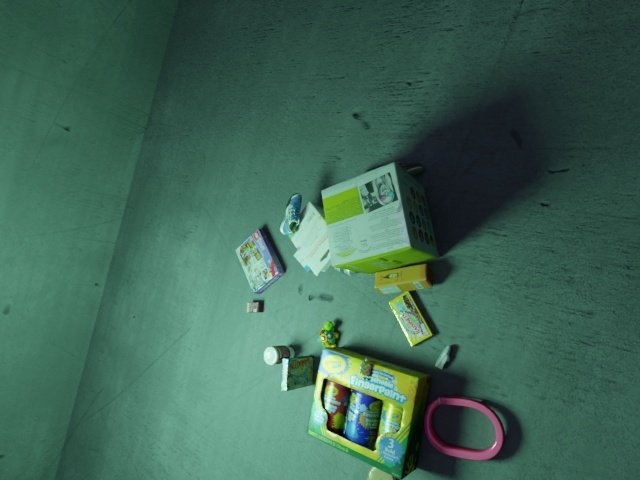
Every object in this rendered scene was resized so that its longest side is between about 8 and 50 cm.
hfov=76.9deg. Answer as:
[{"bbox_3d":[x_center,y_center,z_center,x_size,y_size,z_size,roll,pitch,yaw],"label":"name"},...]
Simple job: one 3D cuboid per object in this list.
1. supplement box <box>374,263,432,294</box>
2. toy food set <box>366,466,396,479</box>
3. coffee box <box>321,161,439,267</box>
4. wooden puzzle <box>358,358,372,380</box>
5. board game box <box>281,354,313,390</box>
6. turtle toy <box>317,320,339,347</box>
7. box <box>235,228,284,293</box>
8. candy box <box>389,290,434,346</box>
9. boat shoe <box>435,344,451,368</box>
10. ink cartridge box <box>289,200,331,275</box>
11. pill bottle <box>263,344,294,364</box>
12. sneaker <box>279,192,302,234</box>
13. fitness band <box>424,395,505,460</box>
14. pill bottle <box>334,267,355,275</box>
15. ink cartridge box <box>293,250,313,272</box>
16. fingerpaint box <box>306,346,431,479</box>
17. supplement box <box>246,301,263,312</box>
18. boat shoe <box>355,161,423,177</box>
[{"bbox_3d":[0.346,0.164,1.687,0.233,0.080,0.078,-12,51,31],"label":"supplement box"},{"bbox_3d":[0.248,0.974,1.639,0.132,0.038,0.192,-14,63,26],"label":"toy food set"},{"bbox_3d":[0.246,-0.065,1.649,0.337,0.337,0.335,-17,72,30],"label":"coffee box"},{"bbox_3d":[0.178,0.510,1.596,0.049,0.006,0.084,8,79,35],"label":"wooden puzzle"},{"bbox_3d":[-0.102,0.602,1.842,0.035,0.201,0.137,-4,79,33],"label":"board game box"},{"bbox_3d":[0.031,0.436,1.865,0.095,0.066,0.131,15,90,35],"label":"turtle toy"},{"bbox_3d":[-0.330,0.112,2.178,0.201,0.057,0.294,-40,61,22],"label":"box"},{"bbox_3d":[0.375,0.323,1.677,0.105,0.027,0.206,-39,62,25],"label":"candy box"},{"bbox_3d":[0.487,0.457,1.575,0.035,0.035,0.100,30,95,7],"label":"boat shoe"},{"bbox_3d":[0.000,0.000,1.890,0.207,0.119,0.354,-52,43,16],"label":"ink cartridge box"},{"bbox_3d":[-0.195,0.550,1.944,0.085,0.152,0.086,-7,77,33],"label":"pill bottle"},{"bbox_3d":[-0.125,-0.123,1.940,0.081,0.080,0.212,22,97,44],"label":"sneaker"},{"bbox_3d":[0.524,0.689,1.490,0.290,0.054,0.209,-8,77,34],"label":"fitness band"},{"bbox_3d":[0.106,0.115,1.875,0.120,0.067,0.067,22,93,35],"label":"pill bottle"},{"bbox_3d":[-0.060,0.099,1.977,0.122,0.088,0.052,45,107,32],"label":"ink cartridge box"},{"bbox_3d":[0.189,0.674,1.649,0.444,0.163,0.372,8,84,35],"label":"fingerpaint box"},{"bbox_3d":[-0.349,0.357,2.153,0.083,0.043,0.055,-5,78,34],"label":"supplement box"},{"bbox_3d":[0.291,-0.295,1.801,0.334,0.112,0.096,-20,75,34],"label":"boat shoe"}]
